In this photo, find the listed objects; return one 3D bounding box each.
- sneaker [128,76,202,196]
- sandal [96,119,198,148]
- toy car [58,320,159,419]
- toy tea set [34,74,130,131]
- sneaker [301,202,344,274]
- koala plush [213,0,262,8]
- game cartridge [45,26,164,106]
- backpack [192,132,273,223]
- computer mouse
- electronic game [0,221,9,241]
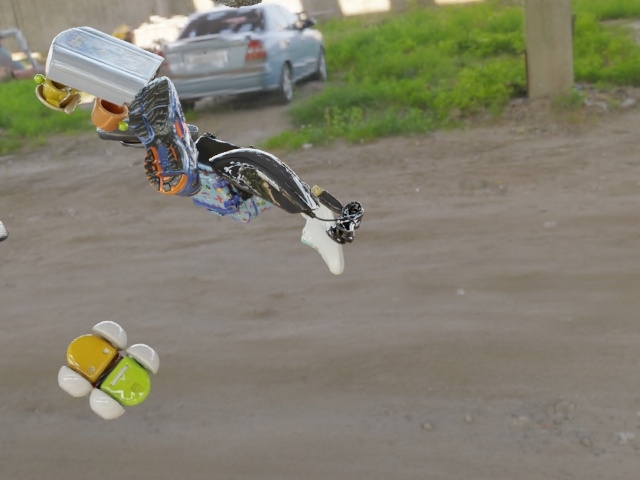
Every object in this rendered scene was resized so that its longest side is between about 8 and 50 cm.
[{"bbox_3d":[-0.238,-0.158,1.214,0.083,0.221,0.087,-21,-25,16],"label":"sneaker"},{"bbox_3d":[-0.430,-0.252,1.923,0.254,0.055,0.097,5,30,4],"label":"sandal"},{"bbox_3d":[-0.421,0.266,1.555,0.159,0.182,0.136,-54,-3,-27],"label":"toy car"},{"bbox_3d":[-0.447,-0.331,1.727,0.336,0.124,0.200,25,34,-21],"label":"toy tea set"},{"bbox_3d":[0.000,0.000,1.910,0.094,0.080,0.212,-15,55,2],"label":"sneaker"},{"bbox_3d":[-0.121,-0.455,1.113,0.203,0.196,0.221,19,36,32],"label":"koala plush"},{"bbox_3d":[-0.425,-0.349,1.536,0.198,0.062,0.297,24,22,-13],"label":"game cartridge"},{"bbox_3d":[-0.177,-0.102,1.495,0.158,0.173,0.117,21,59,36],"label":"backpack"},{"bbox_3d":[-0.039,-0.092,1.254,0.262,0.060,0.184,30,17,8],"label":"computer mouse"},{"bbox_3d":[-0.834,-0.041,1.783,0.229,0.048,0.229,19,8,-3],"label":"electronic game"}]
